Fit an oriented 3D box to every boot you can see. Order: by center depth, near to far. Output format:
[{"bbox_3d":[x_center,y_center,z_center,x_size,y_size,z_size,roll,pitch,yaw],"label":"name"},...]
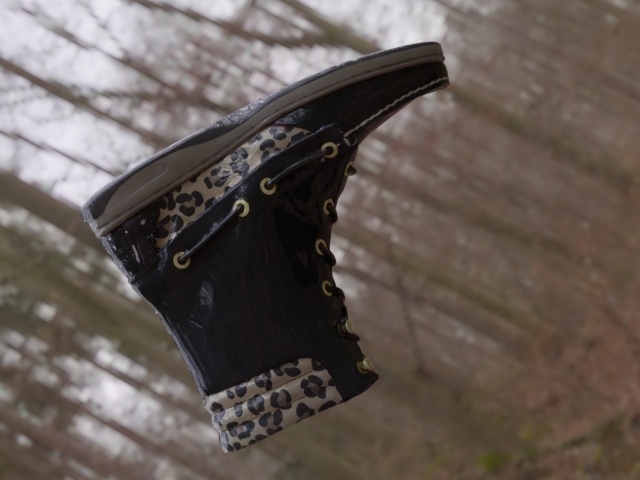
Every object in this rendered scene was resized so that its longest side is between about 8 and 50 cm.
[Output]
[{"bbox_3d":[-0.001,0.001,1.153,0.236,0.179,0.085,-27,0,-11],"label":"boot"}]
